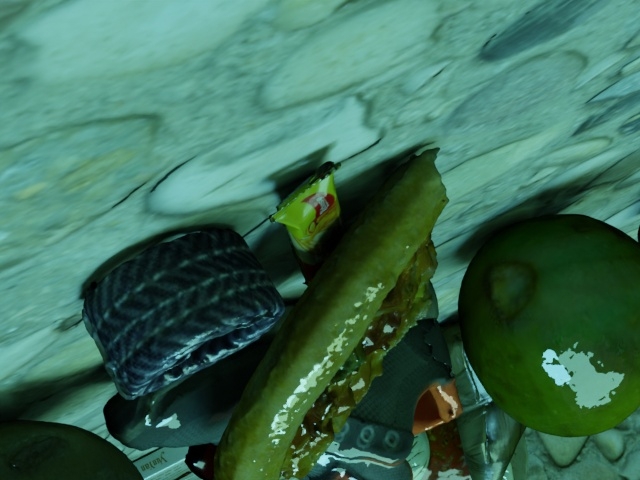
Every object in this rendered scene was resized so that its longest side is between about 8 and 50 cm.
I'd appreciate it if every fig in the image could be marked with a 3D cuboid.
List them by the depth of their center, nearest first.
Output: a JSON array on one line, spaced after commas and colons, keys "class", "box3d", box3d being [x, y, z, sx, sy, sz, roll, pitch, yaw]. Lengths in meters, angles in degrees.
[{"class": "fig", "box3d": [0.194, 0.065, 1.276, 0.181, 0.181, 0.191, -32, 145, 20]}]

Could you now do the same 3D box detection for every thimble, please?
[{"class": "thimble", "box3d": [-0.075, 0.037, 0.870, 0.104, 0.066, 0.095, -25, 169, -23]}]

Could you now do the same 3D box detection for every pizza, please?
[{"class": "pizza", "box3d": [0.020, 0.062, 1.005, 0.292, 0.058, 0.197, -59, 168, 22]}]

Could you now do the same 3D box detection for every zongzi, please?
[{"class": "zongzi", "box3d": [0.224, 0.158, 1.661, 0.205, 0.204, 0.094, -23, -169, -28]}]

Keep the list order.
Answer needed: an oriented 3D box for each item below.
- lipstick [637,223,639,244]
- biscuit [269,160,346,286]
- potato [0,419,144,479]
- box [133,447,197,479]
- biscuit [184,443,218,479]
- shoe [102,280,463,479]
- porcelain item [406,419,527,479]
[{"class": "lipstick", "box3d": [0.348, -0.030, 1.425, 0.081, 0.081, 0.299, -27, 169, -3]}, {"class": "biscuit", "box3d": [0.000, 0.000, 0.968, 0.048, 0.026, 0.292, -46, 169, -6]}, {"class": "potato", "box3d": [-0.216, 0.203, 1.025, 0.160, 0.177, 0.235, 7, 174, 44]}, {"class": "box", "box3d": [-0.155, 0.232, 1.565, 0.090, 0.024, 0.167, -27, 166, -4]}, {"class": "biscuit", "box3d": [-0.014, 0.135, 1.376, 0.235, 0.063, 0.151, -29, 168, -5]}, {"class": "shoe", "box3d": [-0.008, 0.136, 1.153, 0.336, 0.171, 0.132, -13, 161, -49]}, {"class": "porcelain item", "box3d": [0.112, 0.261, 1.762, 0.253, 0.253, 0.253, -26, 167, -6]}]
